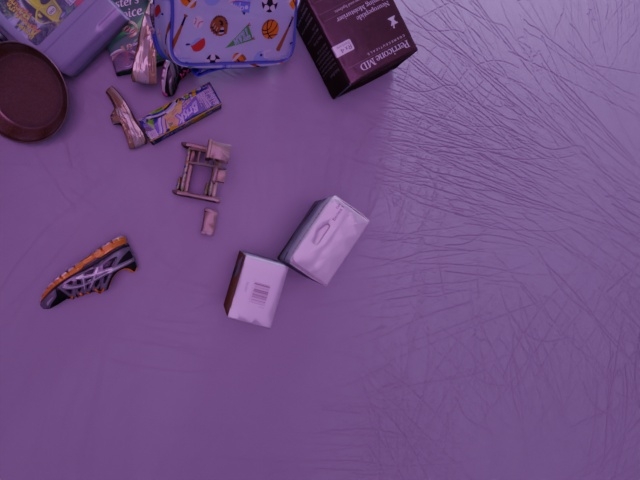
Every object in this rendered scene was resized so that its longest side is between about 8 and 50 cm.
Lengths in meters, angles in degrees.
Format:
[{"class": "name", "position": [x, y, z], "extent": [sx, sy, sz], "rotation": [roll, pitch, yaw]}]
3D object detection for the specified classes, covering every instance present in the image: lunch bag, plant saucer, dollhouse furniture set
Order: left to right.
[{"class": "plant saucer", "position": [-0.590, -0.293, 1.260], "extent": [0.198, 0.036, 0.199], "rotation": [1, 112, 3]}, {"class": "dollhouse furniture set", "position": [-0.250, -0.107, 1.291], "extent": [0.101, 0.161, 0.182], "rotation": [11, 89, -10]}, {"class": "lunch bag", "position": [-0.190, -0.453, 1.252], "extent": [0.303, 0.115, 0.243], "rotation": [-12, 121, -33]}]

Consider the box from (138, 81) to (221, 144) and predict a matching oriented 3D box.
[{"class": "box", "position": [-0.293, -0.265, 1.330], "extent": [0.169, 0.059, 0.054], "rotation": [-30, 95, -8]}]

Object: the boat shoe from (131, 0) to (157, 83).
[{"class": "boat shoe", "position": [-0.337, -0.398, 1.280], "extent": [0.059, 0.063, 0.170], "rotation": [12, 99, -15]}]

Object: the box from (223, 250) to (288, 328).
[{"class": "box", "position": [-0.137, 0.097, 1.312], "extent": [0.091, 0.170, 0.130], "rotation": [16, 89, -12]}]

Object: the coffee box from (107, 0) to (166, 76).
[{"class": "coffee box", "position": [-0.398, -0.444, 1.315], "extent": [0.113, 0.040, 0.184], "rotation": [-16, 94, -9]}]

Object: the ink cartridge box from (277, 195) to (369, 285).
[{"class": "ink cartridge box", "position": [0.000, 0.000, 1.309], "extent": [0.092, 0.219, 0.160], "rotation": [35, 86, -9]}]

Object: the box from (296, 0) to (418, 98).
[{"class": "box", "position": [0.067, -0.436, 1.337], "extent": [0.168, 0.167, 0.203], "rotation": [-30, 96, -9]}]

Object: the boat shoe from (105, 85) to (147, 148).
[{"class": "boat shoe", "position": [-0.410, -0.253, 1.314], "extent": [0.045, 0.050, 0.135], "rotation": [-31, 97, -14]}]

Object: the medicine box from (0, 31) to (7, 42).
[{"class": "medicine box", "position": [-0.744, -0.358, 1.128], "extent": [0.263, 0.289, 0.149], "rotation": [-45, 101, -7]}]

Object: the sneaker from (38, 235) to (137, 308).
[{"class": "sneaker", "position": [-0.473, 0.079, 1.297], "extent": [0.215, 0.084, 0.083], "rotation": [-36, 102, -9]}]

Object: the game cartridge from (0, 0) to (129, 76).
[{"class": "game cartridge", "position": [-0.549, -0.482, 1.260], "extent": [0.196, 0.060, 0.294], "rotation": [-43, 94, 9]}]

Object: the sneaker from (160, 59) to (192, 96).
[{"class": "sneaker", "position": [-0.276, -0.373, 1.328], "extent": [0.074, 0.063, 0.170], "rotation": [23, 83, -4]}]
